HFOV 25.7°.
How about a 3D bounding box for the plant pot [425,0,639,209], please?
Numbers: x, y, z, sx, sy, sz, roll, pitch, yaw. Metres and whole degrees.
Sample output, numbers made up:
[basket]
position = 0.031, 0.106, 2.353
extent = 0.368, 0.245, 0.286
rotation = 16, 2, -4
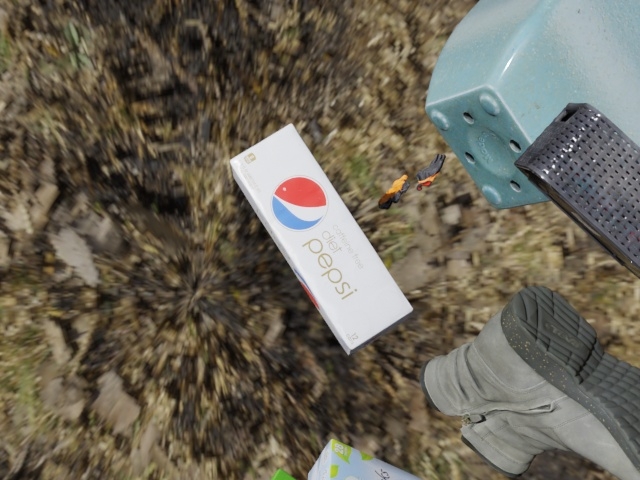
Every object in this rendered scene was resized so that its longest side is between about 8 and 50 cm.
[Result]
[plant pot]
position = 0.263, -0.168, 1.521
extent = 0.252, 0.247, 0.248
rotation = -41, 103, -21

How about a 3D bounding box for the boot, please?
[boot]
position = 0.209, 0.161, 1.187
extent = 0.246, 0.161, 0.083
rotation = 46, 47, 6

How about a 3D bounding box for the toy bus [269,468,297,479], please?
[toy bus]
position = -0.024, 0.316, 1.195
extent = 0.202, 0.104, 0.191
rotation = 24, 57, -7

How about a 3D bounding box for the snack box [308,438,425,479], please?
[snack box]
position = 0.086, 0.344, 1.645
extent = 0.207, 0.174, 0.070
rotation = 24, 116, -11

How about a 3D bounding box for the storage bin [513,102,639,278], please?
[storage bin]
position = 0.284, -0.042, 1.341
extent = 0.180, 0.122, 0.084
rotation = 41, 94, -5

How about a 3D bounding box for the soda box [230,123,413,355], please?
[soda box]
position = 0.000, 0.000, 1.341
extent = 0.074, 0.069, 0.216
rotation = -32, 82, -6

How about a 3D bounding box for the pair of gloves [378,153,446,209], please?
[pair of gloves]
position = 0.099, -0.064, 1.512
extent = 0.083, 0.074, 0.010
rotation = -30, 105, 30
